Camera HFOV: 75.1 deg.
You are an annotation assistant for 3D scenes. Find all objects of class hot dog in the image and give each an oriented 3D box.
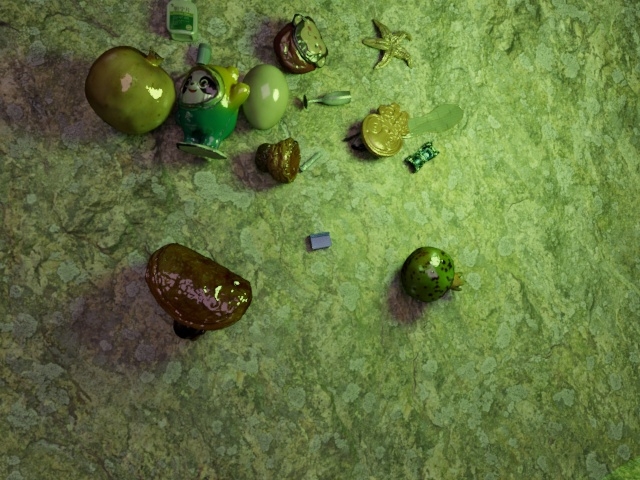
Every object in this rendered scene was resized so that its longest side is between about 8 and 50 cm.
[{"bbox_3d":[-0.438,0.165,1.499,0.388,0.174,0.267,30,37,-3],"label":"hot dog"}]

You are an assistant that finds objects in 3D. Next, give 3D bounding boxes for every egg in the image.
[{"bbox_3d":[-0.220,-0.561,1.638,0.189,0.188,0.253,6,89,-11],"label":"egg"}]

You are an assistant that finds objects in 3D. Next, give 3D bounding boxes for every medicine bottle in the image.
[{"bbox_3d":[-0.549,-0.896,1.660,0.119,0.069,0.183,0,84,-9],"label":"medicine bottle"}]

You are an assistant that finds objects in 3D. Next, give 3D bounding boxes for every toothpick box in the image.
[{"bbox_3d":[-0.468,-0.740,1.672,0.052,0.052,0.083,9,85,-11],"label":"toothpick box"}]

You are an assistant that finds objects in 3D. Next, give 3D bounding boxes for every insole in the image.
[{"bbox_3d":[0.497,-0.535,1.873,0.348,0.009,0.119,-18,90,-12],"label":"insole"}]

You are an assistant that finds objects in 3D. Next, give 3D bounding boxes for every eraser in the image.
[{"bbox_3d":[0.000,0.000,1.720,0.085,0.027,0.063,-10,86,-11],"label":"eraser"}]

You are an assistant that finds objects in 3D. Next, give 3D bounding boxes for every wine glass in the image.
[{"bbox_3d":[0.030,-0.595,1.759,0.198,0.066,0.066,-11,88,-14],"label":"wine glass"}]

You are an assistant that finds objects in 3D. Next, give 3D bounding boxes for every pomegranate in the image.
[{"bbox_3d":[0.471,0.127,1.714,0.286,0.231,0.231,-12,88,-22],"label":"pomegranate"},{"bbox_3d":[-0.673,-0.549,1.496,0.319,0.319,0.319,1,85,-11],"label":"pomegranate"}]

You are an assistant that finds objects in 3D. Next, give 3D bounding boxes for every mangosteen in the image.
[{"bbox_3d":[-0.479,0.313,1.560,0.140,0.140,0.140,1,85,-11],"label":"mangosteen"}]

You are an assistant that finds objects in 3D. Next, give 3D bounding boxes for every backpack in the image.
[{"bbox_3d":[-0.090,-0.793,1.715,0.229,0.139,0.229,-4,100,-25],"label":"backpack"}]

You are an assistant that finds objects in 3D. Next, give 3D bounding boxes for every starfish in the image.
[{"bbox_3d":[0.302,-0.858,1.846,0.236,0.062,0.277,-41,98,-6],"label":"starfish"}]

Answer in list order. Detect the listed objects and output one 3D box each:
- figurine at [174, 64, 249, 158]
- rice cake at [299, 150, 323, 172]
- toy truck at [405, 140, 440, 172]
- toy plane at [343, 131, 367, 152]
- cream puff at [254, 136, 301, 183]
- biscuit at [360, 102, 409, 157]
[{"bbox_3d":[-0.419,-0.495,1.579,0.324,0.231,0.340,13,90,25],"label":"figurine"},{"bbox_3d":[-0.038,-0.329,1.742,0.121,0.021,0.022,-42,84,-11],"label":"rice cake"},{"bbox_3d":[0.453,-0.372,1.817,0.154,0.078,0.080,-39,95,-12],"label":"toy truck"},{"bbox_3d":[0.202,-0.437,1.785,0.197,0.053,0.078,-24,82,-8],"label":"toy plane"},{"bbox_3d":[-0.180,-0.324,1.658,0.169,0.183,0.183,9,83,13],"label":"cream puff"},{"bbox_3d":[0.284,-0.473,1.764,0.202,0.044,0.288,44,65,-5],"label":"biscuit"}]
